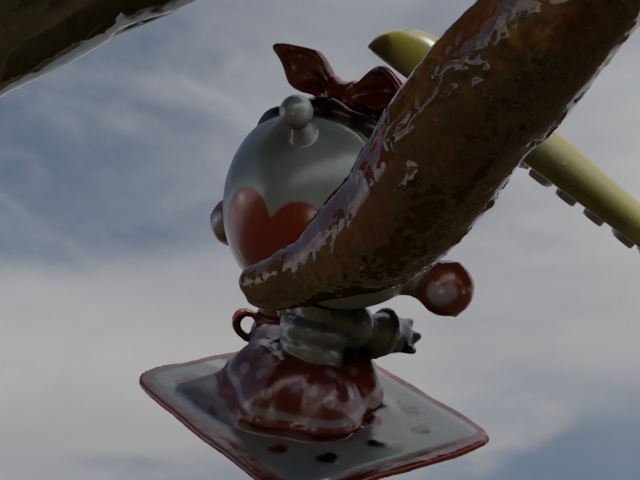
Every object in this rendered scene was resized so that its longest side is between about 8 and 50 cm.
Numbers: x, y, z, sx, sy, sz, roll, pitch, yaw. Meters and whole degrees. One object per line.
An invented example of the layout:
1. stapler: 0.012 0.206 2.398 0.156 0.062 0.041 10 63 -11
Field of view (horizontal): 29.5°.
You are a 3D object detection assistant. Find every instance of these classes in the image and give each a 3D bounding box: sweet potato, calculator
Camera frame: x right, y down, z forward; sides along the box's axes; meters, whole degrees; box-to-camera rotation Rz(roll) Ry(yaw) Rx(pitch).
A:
1. sweet potato: 0.068 -0.059 0.486 0.066 0.072 0.314 39 -58 -2
2. calculator: 0.136 -0.049 0.717 0.033 0.236 0.157 -52 -8 9

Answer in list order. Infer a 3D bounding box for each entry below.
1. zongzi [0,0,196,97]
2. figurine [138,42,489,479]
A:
1. zongzi: -0.038 -0.201 0.528 0.500 0.467 0.218 -19 -54 37
2. figurine: 0.000 0.000 0.717 0.160 0.226 0.183 -9 22 -36
